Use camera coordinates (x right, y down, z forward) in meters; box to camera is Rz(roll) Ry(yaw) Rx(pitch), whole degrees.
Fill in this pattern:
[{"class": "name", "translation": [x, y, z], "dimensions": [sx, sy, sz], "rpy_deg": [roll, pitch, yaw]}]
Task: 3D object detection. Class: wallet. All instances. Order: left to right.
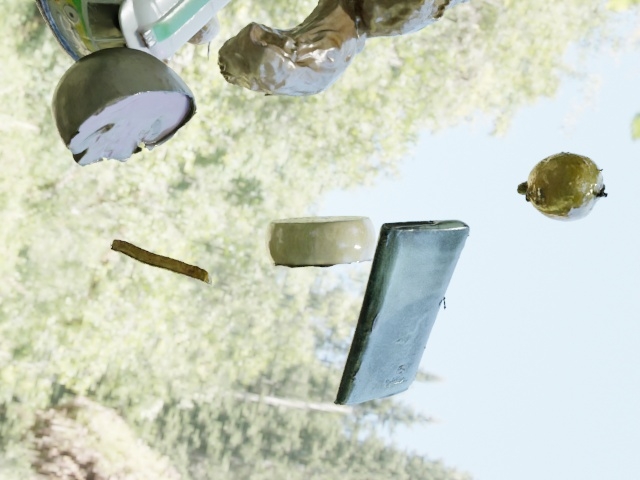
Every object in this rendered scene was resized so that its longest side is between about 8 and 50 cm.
[{"class": "wallet", "translation": [0.145, 0.132, 1.718], "dimensions": [0.046, 0.191, 0.379], "rpy_deg": [42, -53, 45]}]

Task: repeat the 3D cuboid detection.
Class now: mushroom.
[{"class": "mushroom", "translation": [-0.243, -0.172, 1.145], "dimensions": [0.141, 0.188, 0.117], "rpy_deg": [-29, -102, 34]}]

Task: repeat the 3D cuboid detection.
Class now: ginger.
[{"class": "ginger", "translation": [0.037, -0.181, 0.792], "dimensions": [0.122, 0.290, 0.084], "rpy_deg": [16, -51, 50]}]

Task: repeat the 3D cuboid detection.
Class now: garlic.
[{"class": "garlic", "translation": [-0.288, -0.476, 2.073], "dimensions": [0.128, 0.198, 0.090], "rpy_deg": [-45, -127, 27]}]

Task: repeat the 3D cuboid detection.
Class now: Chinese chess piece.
[{"class": "Chinese chess piece", "translation": [0.000, 0.000, 2.170], "dimensions": [0.257, 0.257, 0.104], "rpy_deg": [-169, -104, -70]}]

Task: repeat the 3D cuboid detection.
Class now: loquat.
[{"class": "loquat", "translation": [0.538, -0.118, 2.105], "dimensions": [0.204, 0.172, 0.149], "rpy_deg": [-3, -107, 25]}]

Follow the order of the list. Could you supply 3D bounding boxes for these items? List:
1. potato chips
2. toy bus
[{"class": "potato chips", "translation": [-0.251, 0.031, 1.454], "dimensions": [0.204, 0.037, 0.026], "rpy_deg": [16, -99, 28]}, {"class": "toy bus", "translation": [-0.210, -0.358, 1.258], "dimensions": [0.305, 0.179, 0.143], "rpy_deg": [-48, 149, -23]}]
